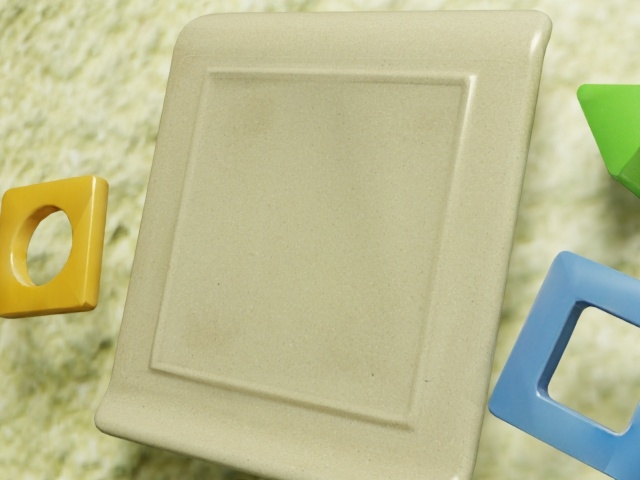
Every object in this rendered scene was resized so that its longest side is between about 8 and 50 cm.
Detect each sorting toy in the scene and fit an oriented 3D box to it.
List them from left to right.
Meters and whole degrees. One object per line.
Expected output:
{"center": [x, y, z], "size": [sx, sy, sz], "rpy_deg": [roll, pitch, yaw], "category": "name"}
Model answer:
{"center": [0.000, 0.000, 0.499], "size": [0.347, 0.047, 0.196], "rpy_deg": [7, 80, 35], "category": "sorting toy"}

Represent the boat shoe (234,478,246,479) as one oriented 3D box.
{"center": [-0.075, 0.146, 0.521], "size": [0.135, 0.050, 0.045], "rpy_deg": [-29, 62, 16], "category": "boat shoe"}
